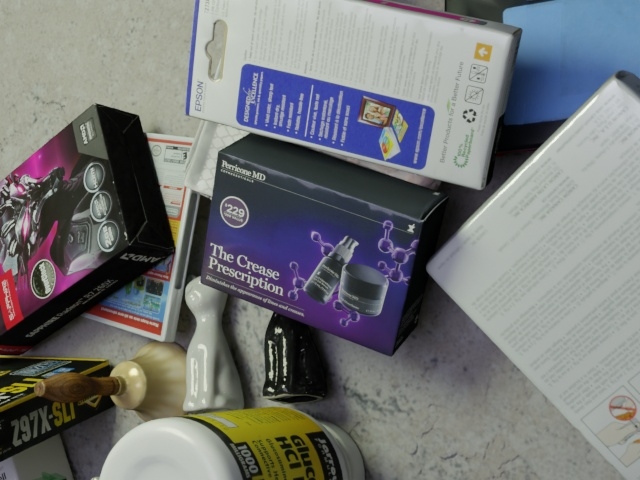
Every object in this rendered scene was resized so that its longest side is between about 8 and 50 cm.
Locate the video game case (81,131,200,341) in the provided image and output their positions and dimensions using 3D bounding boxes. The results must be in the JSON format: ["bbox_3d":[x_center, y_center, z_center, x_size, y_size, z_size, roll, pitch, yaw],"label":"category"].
[{"bbox_3d":[-0.257,-0.013,1.525,0.204,0.025,0.285,11,91,42],"label":"video game case"}]

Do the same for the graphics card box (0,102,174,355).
[{"bbox_3d":[-0.387,-0.007,1.552,0.371,0.094,0.233,-30,65,31],"label":"graphics card box"}]

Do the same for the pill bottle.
[{"bbox_3d":[-0.085,0.291,1.239,0.188,0.334,0.188,-3,85,30],"label":"pill bottle"}]

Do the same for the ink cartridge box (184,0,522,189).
[{"bbox_3d":[0.029,-0.188,1.199,0.371,0.069,0.176,15,114,14],"label":"ink cartridge box"}]

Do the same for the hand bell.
[{"bbox_3d":[-0.287,0.195,1.419,0.126,0.242,0.126,-3,83,29],"label":"hand bell"}]

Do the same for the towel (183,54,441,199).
[{"bbox_3d":[0.005,-0.133,1.298,0.317,0.053,0.332,29,119,11],"label":"towel"}]

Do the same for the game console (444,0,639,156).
[{"bbox_3d":[0.323,-0.276,1.214,0.386,0.060,0.342,-3,84,29],"label":"game console"}]

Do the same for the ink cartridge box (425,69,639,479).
[{"bbox_3d":[0.351,0.058,1.149,0.385,0.091,0.308,46,117,7],"label":"ink cartridge box"}]

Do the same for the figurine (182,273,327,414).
[{"bbox_3d":[-0.099,0.119,1.417,0.215,0.092,0.209,-14,71,29],"label":"figurine"}]

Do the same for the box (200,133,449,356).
[{"bbox_3d":[0.000,0.000,1.267,0.261,0.103,0.184,19,115,18],"label":"box"}]

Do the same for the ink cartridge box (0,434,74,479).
[{"bbox_3d":[-0.457,0.437,1.568,0.201,0.117,0.278,-31,70,24],"label":"ink cartridge box"}]

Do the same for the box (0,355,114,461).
[{"bbox_3d":[-0.490,0.242,1.487,0.257,0.322,0.079,0,101,30],"label":"box"}]

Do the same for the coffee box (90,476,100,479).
[{"bbox_3d":[-0.189,0.365,1.343,0.141,0.246,0.098,44,108,25],"label":"coffee box"}]
